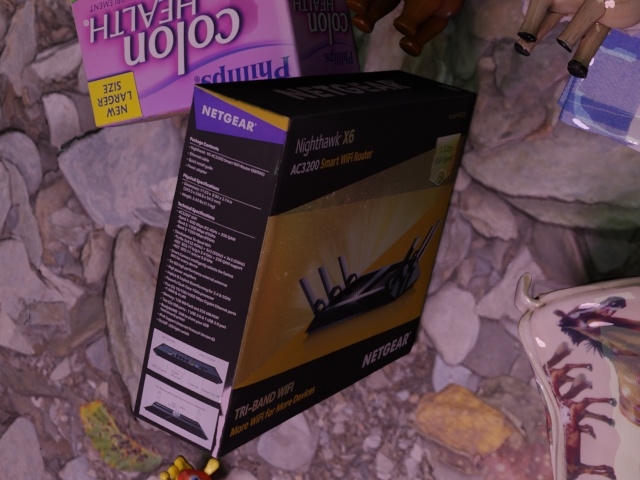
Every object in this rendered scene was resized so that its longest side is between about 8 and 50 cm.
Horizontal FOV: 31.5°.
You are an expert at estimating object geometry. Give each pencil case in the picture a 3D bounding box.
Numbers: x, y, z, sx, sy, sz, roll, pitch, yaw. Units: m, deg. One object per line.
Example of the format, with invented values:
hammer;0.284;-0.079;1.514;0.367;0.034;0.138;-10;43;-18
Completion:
pencil case;0.246;0.219;0.837;0.183;0.160;0.410;-6;85;-12

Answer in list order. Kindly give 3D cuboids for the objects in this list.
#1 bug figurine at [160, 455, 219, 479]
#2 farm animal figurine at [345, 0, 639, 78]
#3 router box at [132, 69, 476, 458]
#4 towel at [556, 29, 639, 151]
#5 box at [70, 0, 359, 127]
bug figurine;-0.083;0.355;1.121;0.279;0.072;0.216;36;114;16
farm animal figurine;0.059;-0.280;0.766;0.326;0.330;0.172;24;77;49
router box;0.000;0.000;0.871;0.081;0.309;0.243;21;110;26
towel;0.331;-0.119;0.791;0.285;0.034;0.209;25;119;9
box;-0.104;-0.237;0.985;0.213;0.117;0.243;-8;97;28
